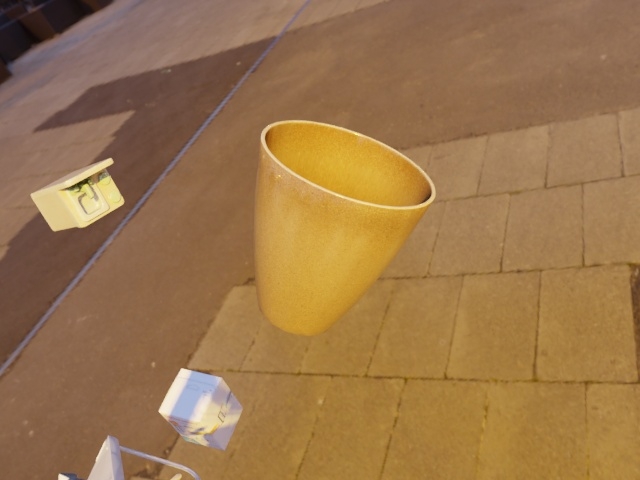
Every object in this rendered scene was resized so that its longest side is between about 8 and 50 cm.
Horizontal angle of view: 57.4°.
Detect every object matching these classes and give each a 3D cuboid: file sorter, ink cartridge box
[{"bbox_3d":[-0.305,0.489,0.901,0.278,0.173,0.192,-66,23,-5],"label":"file sorter"},{"bbox_3d":[-0.405,0.581,2.010,0.171,0.233,0.168,5,50,23],"label":"ink cartridge box"}]

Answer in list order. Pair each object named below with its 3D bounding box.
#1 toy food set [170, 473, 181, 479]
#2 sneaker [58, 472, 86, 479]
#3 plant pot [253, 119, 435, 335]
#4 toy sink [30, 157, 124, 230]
[{"bbox_3d":[-0.287,0.644,1.358,0.217,0.071,0.128,20,35,19],"label":"toy food set"},{"bbox_3d":[-0.629,0.630,1.479,0.152,0.053,0.061,-14,63,54],"label":"sneaker"},{"bbox_3d":[0.000,0.000,0.812,0.236,0.255,0.237,16,28,-9],"label":"plant pot"},{"bbox_3d":[-0.647,-0.118,1.594,0.234,0.131,0.153,-7,26,42],"label":"toy sink"}]
